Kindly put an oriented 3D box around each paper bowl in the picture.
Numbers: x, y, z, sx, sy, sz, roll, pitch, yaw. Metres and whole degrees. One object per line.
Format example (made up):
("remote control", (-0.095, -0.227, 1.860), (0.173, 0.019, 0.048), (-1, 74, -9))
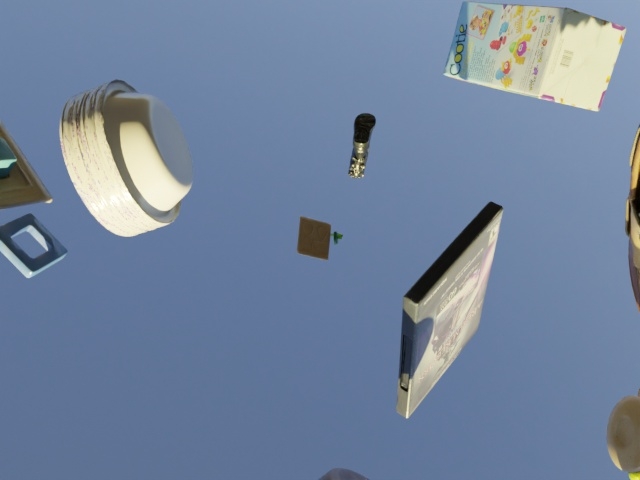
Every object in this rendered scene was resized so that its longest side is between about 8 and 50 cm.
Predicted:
("paper bowl", (-0.343, -0.160, 1.293), (0.148, 0.284, 0.284), (-18, -116, 11))

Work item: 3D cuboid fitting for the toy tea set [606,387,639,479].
("toy tea set", (0.418, 0.200, 0.724), (0.124, 0.335, 0.200), (13, -159, -9))

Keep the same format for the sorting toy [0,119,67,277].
("sorting toy", (-0.397, -0.110, 0.727), (0.347, 0.047, 0.196), (53, -153, 10))

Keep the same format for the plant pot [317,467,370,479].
("plant pot", (0.010, 0.392, 0.766), (0.263, 0.263, 0.229), (36, -91, -1))

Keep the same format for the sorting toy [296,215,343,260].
("sorting toy", (0.000, 0.000, 1.052), (0.083, 0.012, 0.061), (14, -111, -32))

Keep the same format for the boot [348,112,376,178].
("boot", (0.086, -0.197, 1.451), (0.045, 0.099, 0.121), (9, -133, 4))

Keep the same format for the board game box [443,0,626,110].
("board game box", (0.368, -0.333, 1.225), (0.142, 0.144, 0.275), (5, -162, -27))

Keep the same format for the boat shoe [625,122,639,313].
("boat shoe", (0.417, -0.019, 0.821), (0.120, 0.123, 0.323), (-15, -79, -50))

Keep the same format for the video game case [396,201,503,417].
("video game case", (0.170, 0.101, 0.931), (0.026, 0.274, 0.196), (30, -124, 28))
